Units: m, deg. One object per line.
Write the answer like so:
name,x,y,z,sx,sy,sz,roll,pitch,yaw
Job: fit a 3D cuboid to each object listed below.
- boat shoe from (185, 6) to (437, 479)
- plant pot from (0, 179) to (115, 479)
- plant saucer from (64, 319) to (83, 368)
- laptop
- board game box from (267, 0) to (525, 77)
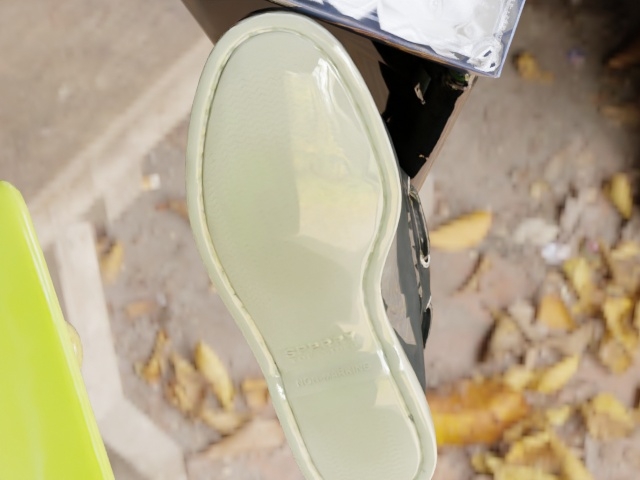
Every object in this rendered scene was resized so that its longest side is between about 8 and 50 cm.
boat shoe,0.004,0.000,1.159,0.127,0.340,0.113,-14,29,11
plant pot,-0.177,0.131,0.632,0.207,0.227,0.228,-15,80,-17
plant saucer,-0.315,0.168,1.094,0.081,0.333,0.332,5,77,42
laptop,0.031,-0.253,1.222,0.236,0.382,0.408,-33,81,-13
board game box,0.033,-0.206,0.760,0.165,0.243,0.042,17,2,-20
